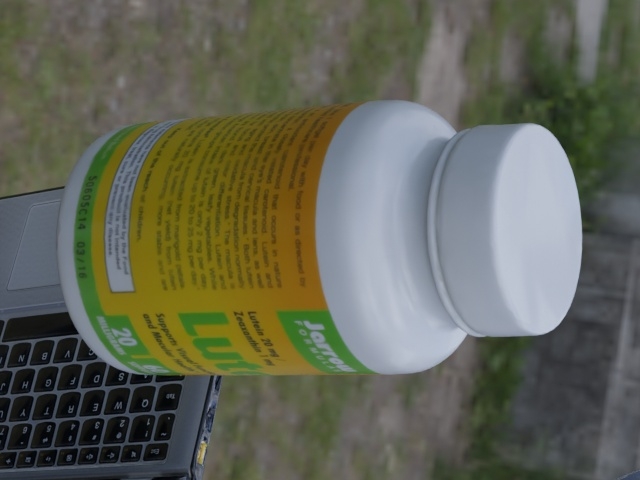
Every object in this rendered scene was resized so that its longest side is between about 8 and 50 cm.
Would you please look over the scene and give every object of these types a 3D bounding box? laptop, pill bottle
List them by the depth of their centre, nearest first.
[{"bbox_3d":[0.000,0.000,0.901,0.136,0.245,0.136,7,81,-58],"label":"pill bottle"},{"bbox_3d":[-0.287,0.088,1.249,0.236,0.382,0.408,40,53,-45],"label":"laptop"}]

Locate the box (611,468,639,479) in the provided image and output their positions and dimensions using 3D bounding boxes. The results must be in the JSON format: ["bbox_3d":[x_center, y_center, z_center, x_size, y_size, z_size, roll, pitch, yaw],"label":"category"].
[{"bbox_3d":[0.206,0.339,1.199,0.076,0.242,0.307,-18,72,-36],"label":"box"}]
